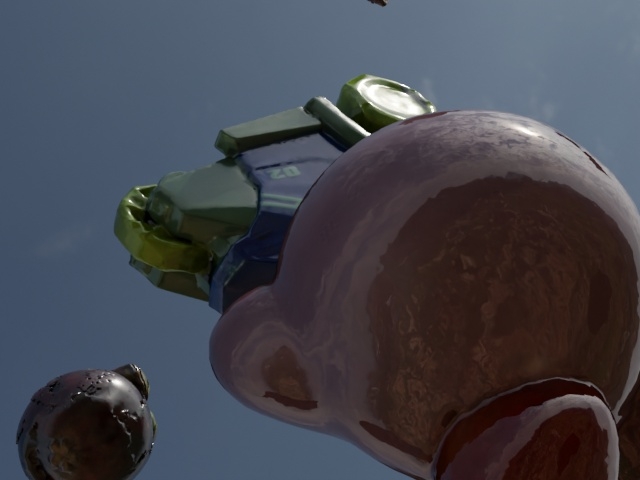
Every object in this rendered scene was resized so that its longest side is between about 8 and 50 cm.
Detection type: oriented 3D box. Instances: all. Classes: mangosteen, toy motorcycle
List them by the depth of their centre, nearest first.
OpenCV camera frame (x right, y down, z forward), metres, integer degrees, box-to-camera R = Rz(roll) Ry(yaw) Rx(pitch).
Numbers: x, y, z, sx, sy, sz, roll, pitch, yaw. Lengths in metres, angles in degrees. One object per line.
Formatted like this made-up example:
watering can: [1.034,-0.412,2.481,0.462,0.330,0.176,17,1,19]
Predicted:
toy motorcycle: [0.000,0.000,0.954,0.326,0.200,0.191,-18,-40,-48]
mangosteen: [-0.270,0.230,1.391,0.180,0.166,0.166,-14,-56,-64]

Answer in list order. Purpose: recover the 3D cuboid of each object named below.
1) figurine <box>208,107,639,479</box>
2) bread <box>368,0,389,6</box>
figurine: [0.098,0.036,0.666,0.269,0.261,0.211,-10,-55,-54]
bread: [0.062,-0.387,1.306,0.139,0.269,0.095,-33,-22,31]
